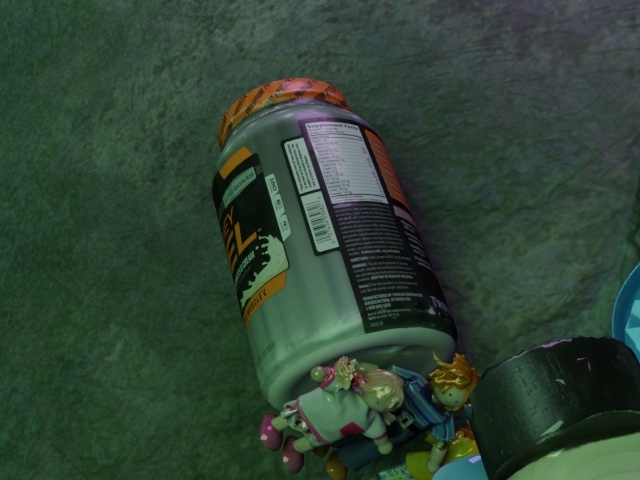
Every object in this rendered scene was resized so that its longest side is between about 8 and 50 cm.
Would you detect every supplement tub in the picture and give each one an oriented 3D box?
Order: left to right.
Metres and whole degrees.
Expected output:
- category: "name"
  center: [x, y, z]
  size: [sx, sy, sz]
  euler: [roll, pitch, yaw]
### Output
- category: "supplement tub"
  center: [0.000, 0.000, 0.817]
  size: [0.194, 0.193, 0.316]
  euler: [-28, 57, 17]

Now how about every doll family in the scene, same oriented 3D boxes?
- category: "doll family"
  center: [0.084, 0.176, 0.703]
  size: [0.163, 0.263, 0.118]
  euler: [-32, 17, 28]

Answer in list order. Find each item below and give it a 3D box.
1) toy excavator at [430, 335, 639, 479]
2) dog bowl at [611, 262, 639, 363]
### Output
- category: "toy excavator"
  center: [0.147, 0.271, 0.554]
  size: [0.433, 0.445, 0.222]
  euler: [-9, 53, -11]
- category: "dog bowl"
  center: [0.364, 0.126, 0.627]
  size: [0.166, 0.074, 0.297]
  euler: [-39, 55, 9]
